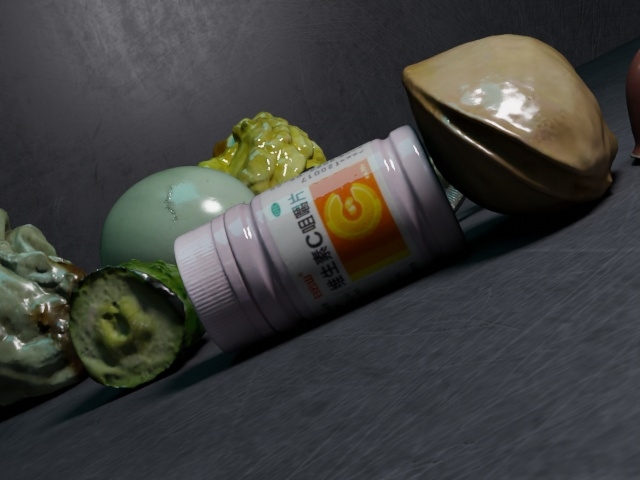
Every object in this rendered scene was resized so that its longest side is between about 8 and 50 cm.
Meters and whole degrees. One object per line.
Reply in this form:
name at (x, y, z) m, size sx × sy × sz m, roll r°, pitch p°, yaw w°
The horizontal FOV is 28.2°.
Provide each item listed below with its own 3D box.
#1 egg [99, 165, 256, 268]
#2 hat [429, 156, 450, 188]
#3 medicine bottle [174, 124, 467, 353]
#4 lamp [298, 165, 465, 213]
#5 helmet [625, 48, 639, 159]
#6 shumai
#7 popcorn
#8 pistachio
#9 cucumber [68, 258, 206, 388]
egg at (-0.182, 0.005, 1.685) m, size 0.203 × 0.203 × 0.282 m, roll -29°, pitch 5°, yaw -34°
hat at (0.223, -0.117, 1.805) m, size 0.166 × 0.081 × 0.122 m, roll -11°, pitch -46°, yaw -42°
medicine bottle at (0.000, 0.000, 1.191) m, size 0.249 × 0.133 × 0.133 m, roll -24°, pitch 5°, yaw 8°
lamp at (0.128, -0.044, 1.327) m, size 0.283 × 0.124 × 0.203 m, roll -25°, pitch 24°, yaw -28°
helmet at (0.345, -0.150, 1.201) m, size 0.175 × 0.106 × 0.155 m, roll -34°, pitch 9°, yaw -38°
shumai at (-0.422, 0.096, 1.660) m, size 0.263 × 0.309 × 0.304 m, roll -3°, pitch -13°, yaw 41°
popcorn at (-0.102, -0.068, 2.011) m, size 0.258 × 0.224 × 0.270 m, roll -34°, pitch 12°, yaw 8°
pistachio at (0.168, -0.104, 1.152) m, size 0.212 × 0.163 × 0.260 m, roll 18°, pitch 11°, yaw 5°
cucumber at (-0.180, 0.081, 1.411) m, size 0.134 × 0.134 × 0.244 m, roll -25°, pitch 0°, yaw 10°
